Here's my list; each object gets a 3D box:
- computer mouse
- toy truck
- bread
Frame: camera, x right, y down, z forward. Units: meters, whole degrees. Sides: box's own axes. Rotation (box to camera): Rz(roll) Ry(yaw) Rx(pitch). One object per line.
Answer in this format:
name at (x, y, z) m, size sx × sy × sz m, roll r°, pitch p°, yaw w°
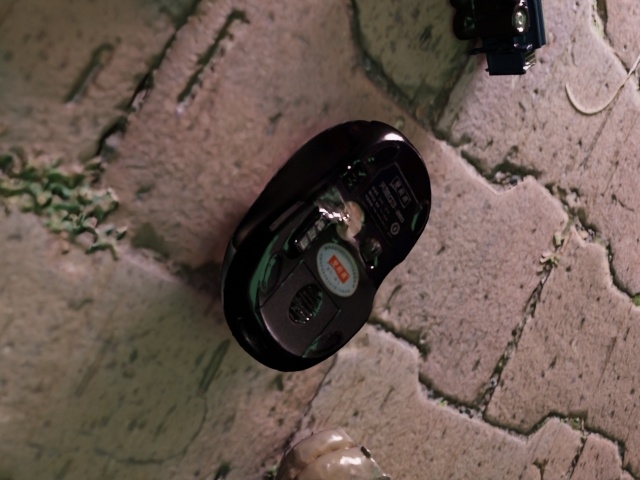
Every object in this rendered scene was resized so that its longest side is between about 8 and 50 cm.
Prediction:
computer mouse at (0.000, 0.000, 0.569) m, size 0.233 × 0.096 × 0.137 m, roll -47°, pitch 130°, yaw -24°
toy truck at (0.177, -0.263, 0.651) m, size 0.088 × 0.074 × 0.202 m, roll -34°, pitch 121°, yaw -32°
bread at (0.018, 0.355, 0.669) m, size 0.183 × 0.102 × 0.337 m, roll -35°, pitch 120°, yaw -26°
